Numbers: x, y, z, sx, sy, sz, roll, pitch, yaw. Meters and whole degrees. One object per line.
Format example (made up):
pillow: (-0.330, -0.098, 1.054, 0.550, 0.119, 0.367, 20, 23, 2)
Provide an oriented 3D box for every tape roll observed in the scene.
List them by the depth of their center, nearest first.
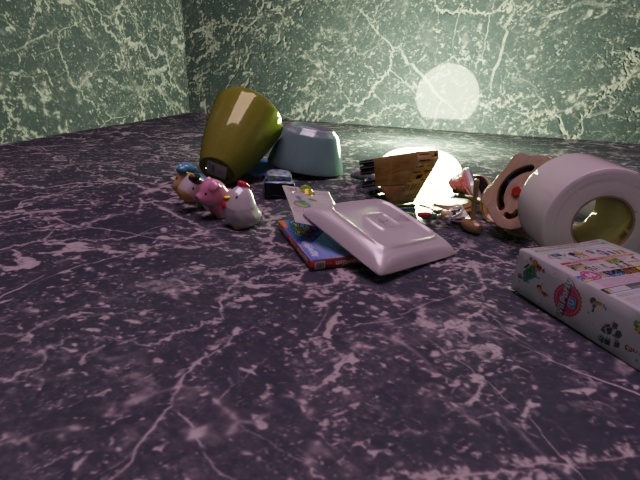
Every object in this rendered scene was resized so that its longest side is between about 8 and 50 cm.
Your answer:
tape roll: (0.596, -0.062, 1.089, 0.246, 0.246, 0.169, 3, 22, 2)

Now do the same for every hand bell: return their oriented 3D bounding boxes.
hand bell: (0.598, -0.107, 1.440, 0.242, 0.126, 0.126, 0, 17, -40)

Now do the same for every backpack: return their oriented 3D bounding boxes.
backpack: (-0.138, -0.192, 1.598, 0.105, 0.084, 0.114, 0, 18, -10)

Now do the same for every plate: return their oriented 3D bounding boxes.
plate: (0.144, -0.030, 1.145, 0.278, 0.045, 0.277, -10, 36, -40)

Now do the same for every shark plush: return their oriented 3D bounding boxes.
shark plush: (0.183, -0.223, 1.792, 0.067, 0.073, 0.161, -30, 54, -22)

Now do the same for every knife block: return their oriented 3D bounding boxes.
knife block: (0.232, -0.244, 1.560, 0.088, 0.276, 0.242, -12, 54, -30)

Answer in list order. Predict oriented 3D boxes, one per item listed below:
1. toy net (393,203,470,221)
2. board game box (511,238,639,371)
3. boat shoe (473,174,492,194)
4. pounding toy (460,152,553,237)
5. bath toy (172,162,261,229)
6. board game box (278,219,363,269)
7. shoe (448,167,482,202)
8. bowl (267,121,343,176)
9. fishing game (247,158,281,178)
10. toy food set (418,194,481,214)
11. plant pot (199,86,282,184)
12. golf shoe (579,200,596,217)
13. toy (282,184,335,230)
toy net: (0.318, -0.081, 1.336, 0.232, 0.045, 0.122, -1, -6, -4)
board game box: (0.543, 0.100, 0.869, 0.224, 0.097, 0.303, -5, 23, -20)
boat shoe: (0.568, -0.199, 1.702, 0.072, 0.068, 0.190, 11, 19, -18)
pounding toy: (0.494, -0.109, 1.242, 0.155, 0.269, 0.154, 23, 18, -44)
bath toy: (-0.301, -0.134, 1.376, 0.151, 0.129, 0.348, -15, 27, -38)
board game box: (0.000, 0.000, 1.185, 0.145, 0.027, 0.281, -4, 22, -19)
shoe: (0.491, -0.174, 1.641, 0.081, 0.063, 0.178, -29, 34, 24)
bowl: (-0.046, -0.373, 1.913, 0.311, 0.163, 0.311, 10, 21, -4)
fishing game: (-0.241, -0.279, 1.886, 0.264, 0.041, 0.189, 6, 28, -3)
toy food set: (0.406, -0.100, 1.475, 0.192, 0.038, 0.132, -11, 16, -16)
plant pot: (-0.316, -0.351, 1.744, 0.275, 0.275, 0.293, 9, 55, 18)
golf shoe: (0.902, -0.100, 1.401, 0.306, 0.115, 0.140, 0, 24, -1)
toy: (-0.022, -0.072, 1.240, 0.137, 0.056, 0.237, 7, 29, -16)
